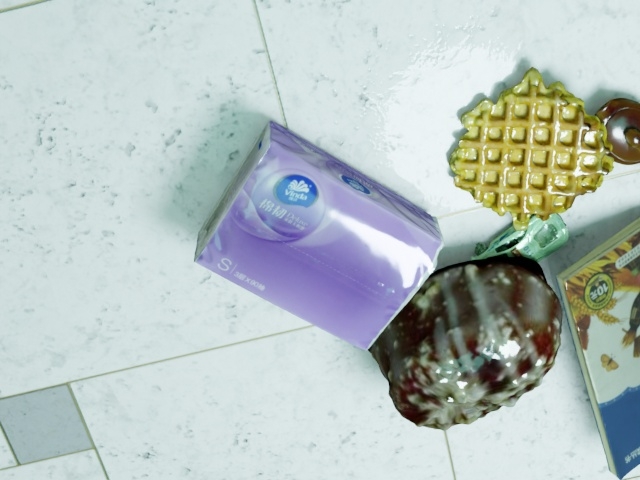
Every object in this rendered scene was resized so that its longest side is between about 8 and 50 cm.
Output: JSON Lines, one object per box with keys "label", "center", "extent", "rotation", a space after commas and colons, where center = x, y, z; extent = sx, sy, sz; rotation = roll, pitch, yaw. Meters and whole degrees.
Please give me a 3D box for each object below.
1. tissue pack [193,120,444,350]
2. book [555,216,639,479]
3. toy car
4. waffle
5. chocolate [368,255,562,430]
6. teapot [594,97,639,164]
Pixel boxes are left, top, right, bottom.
{"label": "tissue pack", "center": [0.000, 0.000, 1.389], "extent": [0.338, 0.160, 0.242], "rotation": [29, 109, -14]}
{"label": "book", "center": [0.571, 0.172, 1.496], "extent": [0.300, 0.039, 0.427], "rotation": [-31, 114, -20]}
{"label": "toy car", "center": [0.341, 0.020, 1.474], "extent": [0.186, 0.058, 0.093], "rotation": [-37, 112, 11]}
{"label": "waffle", "center": [0.337, -0.141, 1.392], "extent": [0.243, 0.058, 0.238], "rotation": [43, 115, -5]}
{"label": "chocolate", "center": [0.245, 0.187, 1.425], "extent": [0.340, 0.210, 0.225], "rotation": [-26, 126, 14]}
{"label": "teapot", "center": [0.494, -0.177, 1.388], "extent": [0.098, 0.078, 0.129], "rotation": [-41, 109, 13]}
